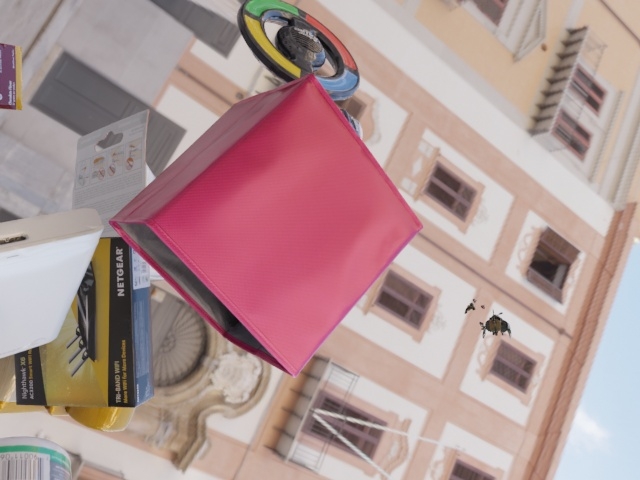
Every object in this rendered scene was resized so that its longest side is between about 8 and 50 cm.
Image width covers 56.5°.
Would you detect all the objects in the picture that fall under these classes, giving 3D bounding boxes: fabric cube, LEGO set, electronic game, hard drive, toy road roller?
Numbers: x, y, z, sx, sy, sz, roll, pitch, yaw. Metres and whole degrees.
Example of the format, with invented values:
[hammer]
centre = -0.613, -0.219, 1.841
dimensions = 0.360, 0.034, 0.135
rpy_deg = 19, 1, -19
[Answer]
[fabric cube]
centre = -0.080, -0.023, 0.789
dimensions = 0.258, 0.254, 0.259
rpy_deg = -48, -157, -18
[LEGO set]
centre = 0.270, 0.125, 0.944
dimensions = 0.054, 0.083, 0.023
rpy_deg = -42, 165, 33
[electronic game]
centre = -0.032, -0.315, 0.973
dimensions = 0.048, 0.229, 0.229
rpy_deg = -48, -156, 38
[hard drive]
centre = -0.405, 0.075, 0.739
dimensions = 0.040, 0.203, 0.307
rpy_deg = 59, -44, 16
[toy road roller]
centre = -0.526, 0.291, 1.277
dimensions = 0.240, 0.329, 0.202
rpy_deg = 27, -82, 41

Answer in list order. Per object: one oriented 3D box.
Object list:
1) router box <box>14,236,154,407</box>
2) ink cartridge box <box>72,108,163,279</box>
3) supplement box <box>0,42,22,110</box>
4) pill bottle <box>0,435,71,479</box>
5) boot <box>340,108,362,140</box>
[router box]
centre = -0.443, 0.149, 1.112
dimensions = 0.081, 0.243, 0.309
rpy_deg = -3, 91, -79
[ink cartridge box]
centre = -0.477, -0.085, 1.427
dimensions = 0.308, 0.091, 0.385
rpy_deg = -9, -103, 37
[supplement box]
centre = -0.728, -0.327, 1.156
dimensions = 0.191, 0.194, 0.129
rpy_deg = -22, 118, -68
[pill bottle]
centre = -0.462, 0.491, 0.852
dimensions = 0.204, 0.204, 0.361
rpy_deg = -46, -136, 26
[boot]
centre = 0.056, -0.187, 1.299
dimensions = 0.069, 0.086, 0.190
rpy_deg = -12, -105, 22
